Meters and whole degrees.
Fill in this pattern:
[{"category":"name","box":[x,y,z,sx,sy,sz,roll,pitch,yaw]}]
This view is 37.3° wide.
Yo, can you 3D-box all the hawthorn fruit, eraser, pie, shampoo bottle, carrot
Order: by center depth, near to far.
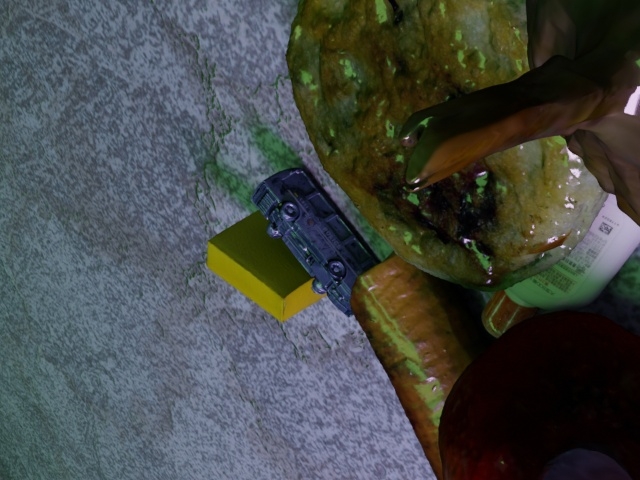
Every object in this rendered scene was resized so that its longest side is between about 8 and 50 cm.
[{"category":"pie","box":[0.087,-0.095,0.737,0.323,0.070,0.323,34,138,38]},{"category":"hawthorn fruit","box":[0.213,0.200,0.747,0.210,0.230,0.266,-5,130,25]},{"category":"shampoo bottle","box":[0.188,0.004,0.769,0.108,0.051,0.221,41,141,18]},{"category":"carrot","box":[0.127,0.145,0.895,0.302,0.114,0.114,61,145,2]},{"category":"eraser","box":[-0.049,0.024,1.032,0.122,0.097,0.045,35,138,28]}]

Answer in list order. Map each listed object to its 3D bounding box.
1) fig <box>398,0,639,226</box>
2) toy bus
[{"category":"fig","box":[0.180,-0.086,0.456,0.286,0.368,0.286,43,151,31]},{"category":"toy bus","box":[0.000,0.000,0.982,0.166,0.065,0.047,52,144,7]}]
